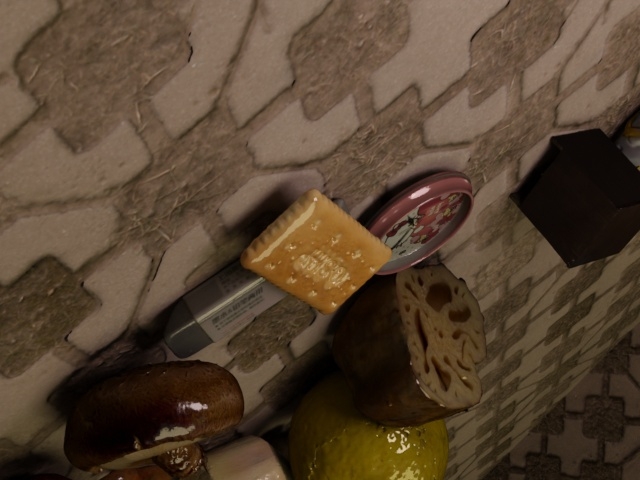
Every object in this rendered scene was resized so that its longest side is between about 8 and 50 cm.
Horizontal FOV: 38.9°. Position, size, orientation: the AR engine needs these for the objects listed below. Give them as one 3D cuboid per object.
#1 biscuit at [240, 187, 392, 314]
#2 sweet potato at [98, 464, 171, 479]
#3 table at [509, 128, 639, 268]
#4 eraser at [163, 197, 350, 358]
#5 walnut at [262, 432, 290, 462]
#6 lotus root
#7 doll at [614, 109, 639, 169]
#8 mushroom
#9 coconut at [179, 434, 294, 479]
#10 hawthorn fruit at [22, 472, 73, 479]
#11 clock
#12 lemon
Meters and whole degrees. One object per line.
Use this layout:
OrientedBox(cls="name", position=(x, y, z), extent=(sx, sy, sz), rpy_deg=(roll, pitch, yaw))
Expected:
OrientedBox(cls="biscuit", position=(0.000, 0.025, 1.377), extent=(0.160, 0.030, 0.249), rpy_deg=(-43, 142, 8))
OrientedBox(cls="sweet potato", position=(-0.360, 0.474, 1.801), extent=(0.055, 0.058, 0.202), rpy_deg=(-23, 160, 24))
OrientedBox(cls="table", position=(0.515, -0.085, 1.747), extent=(0.172, 0.193, 0.169), rpy_deg=(-13, 146, -38))
OrientedBox(cls="eraser", position=(-0.092, 0.061, 1.420), extent=(0.351, 0.061, 0.089), rpy_deg=(-32, 145, -4))
OrientedBox(cls="walnut", position=(-0.054, 0.536, 2.167), extent=(0.238, 0.141, 0.204), rpy_deg=(-7, 147, -39))
OrientedBox(cls="lotus root", position=(0.184, 0.223, 1.779), extent=(0.316, 0.316, 0.250), rpy_deg=(-4, 156, -46))
OrientedBox(cls="doll", position=(0.645, -0.194, 1.815), extent=(0.316, 0.103, 0.145), rpy_deg=(-50, 174, 33))
OrientedBox(cls="mushroom", position=(-0.265, 0.285, 1.453), extent=(0.297, 0.163, 0.278), rpy_deg=(-18, 150, 10))
OrientedBox(cls="coconut", position=(-0.161, 0.543, 1.951), extent=(0.244, 0.239, 0.239), rpy_deg=(-11, 145, -33))
OrientedBox(cls="hawthorn fruit", position=(-0.482, 0.534, 1.521), extent=(0.299, 0.275, 0.275), rpy_deg=(-16, 148, -32))
OrientedBox(cls="clock", position=(0.163, -0.031, 1.584), extent=(0.244, 0.056, 0.244), rpy_deg=(-28, 155, -14))
OrientedBox(cls="lemon", position=(0.102, 0.435, 1.953), extent=(0.350, 0.349, 0.387), rpy_deg=(-45, -165, 19))
